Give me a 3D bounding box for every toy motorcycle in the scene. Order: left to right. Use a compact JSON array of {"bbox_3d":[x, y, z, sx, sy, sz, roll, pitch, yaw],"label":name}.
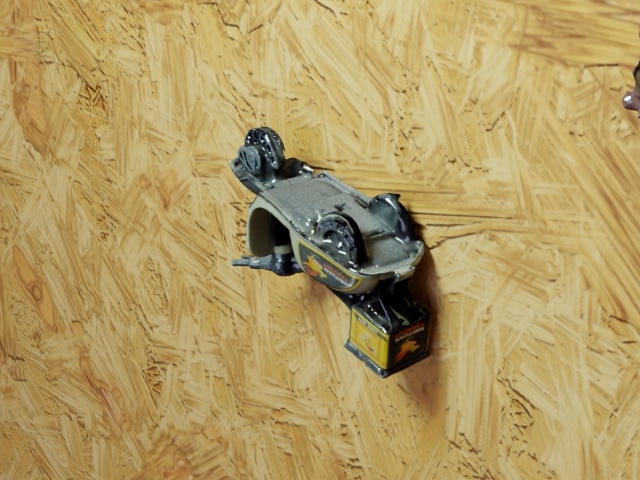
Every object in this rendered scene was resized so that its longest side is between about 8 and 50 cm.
[{"bbox_3d":[0.000,0.000,1.774,0.263,0.091,0.157,37,138,40],"label":"toy motorcycle"}]

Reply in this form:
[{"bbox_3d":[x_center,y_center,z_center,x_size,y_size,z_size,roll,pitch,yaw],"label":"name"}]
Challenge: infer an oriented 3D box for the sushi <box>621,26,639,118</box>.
[{"bbox_3d":[0.283,-0.182,1.255,0.241,0.107,0.161,-19,85,58],"label":"sushi"}]
